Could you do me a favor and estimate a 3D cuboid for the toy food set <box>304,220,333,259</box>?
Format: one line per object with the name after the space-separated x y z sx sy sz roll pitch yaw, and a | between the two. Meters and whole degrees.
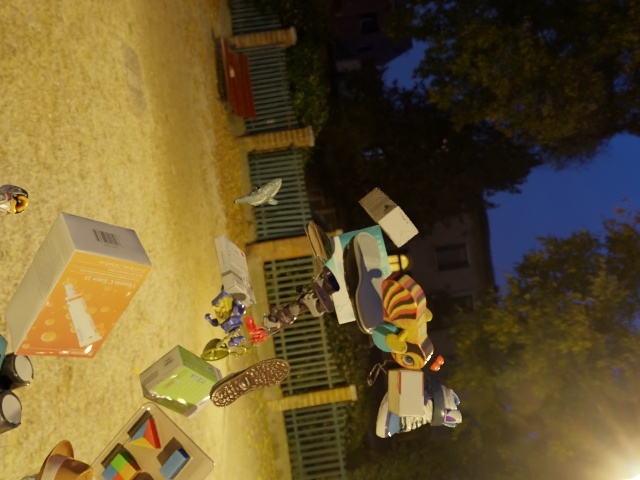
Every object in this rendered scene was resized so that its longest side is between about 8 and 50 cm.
0.000 0.000 1.652 0.192 0.038 0.132 179 -109 -78 | toy food set

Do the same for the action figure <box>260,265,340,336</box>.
-0.068 0.182 1.489 0.099 0.285 0.185 51 40 -8 | action figure

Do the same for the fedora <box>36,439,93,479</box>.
-0.539 0.524 1.125 0.194 0.079 0.194 -174 -90 -87 | fedora

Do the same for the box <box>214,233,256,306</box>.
-0.258 0.092 1.595 0.145 0.038 0.186 53 17 -58 | box

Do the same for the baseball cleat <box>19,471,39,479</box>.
-0.865 0.736 1.553 0.109 0.206 0.072 3 62 -54 | baseball cleat

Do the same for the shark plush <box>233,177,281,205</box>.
-0.190 -0.145 1.561 0.073 0.161 0.067 63 -33 26 | shark plush

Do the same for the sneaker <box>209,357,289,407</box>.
-0.172 0.323 1.232 0.086 0.192 0.064 -11 -81 66 | sneaker

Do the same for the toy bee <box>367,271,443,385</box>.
0.213 0.223 1.226 0.195 0.162 0.298 -52 147 -36 | toy bee

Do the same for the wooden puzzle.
-0.604 0.806 1.866 0.348 0.322 0.080 38 -10 11 | wooden puzzle

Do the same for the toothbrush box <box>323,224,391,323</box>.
0.131 0.117 1.815 0.126 0.216 0.296 72 5 -86 | toothbrush box

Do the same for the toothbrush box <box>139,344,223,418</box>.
-0.550 0.575 2.127 0.283 0.206 0.122 48 5 -44 | toothbrush box

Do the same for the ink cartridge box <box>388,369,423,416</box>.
0.252 0.452 1.570 0.175 0.072 0.127 101 -9 -76 | ink cartridge box

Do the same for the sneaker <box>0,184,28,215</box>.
-0.905 -0.110 1.552 0.225 0.092 0.088 -127 -134 -72 | sneaker

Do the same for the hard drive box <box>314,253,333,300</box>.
0.098 0.108 2.004 0.089 0.232 0.181 45 -33 45 | hard drive box

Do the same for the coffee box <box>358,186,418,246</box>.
0.254 -0.093 2.000 0.141 0.098 0.246 49 5 -25 | coffee box

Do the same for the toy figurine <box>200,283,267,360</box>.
-0.299 0.257 1.807 0.362 0.191 0.217 -42 -120 47 | toy figurine

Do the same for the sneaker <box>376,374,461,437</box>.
0.347 0.575 1.771 0.323 0.236 0.130 -25 120 -57 | sneaker

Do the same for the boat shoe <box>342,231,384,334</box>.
0.121 0.126 1.475 0.091 0.114 0.303 -38 -138 47 | boat shoe

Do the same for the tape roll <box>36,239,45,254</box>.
-0.837 0.098 1.878 0.077 0.321 0.321 -104 -174 -77 | tape roll

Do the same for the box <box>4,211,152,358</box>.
-0.643 0.128 1.396 0.215 0.345 0.168 18 25 -48 | box

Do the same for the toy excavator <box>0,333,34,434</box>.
-0.990 0.272 1.397 0.433 0.222 0.445 -112 -176 -51 | toy excavator
